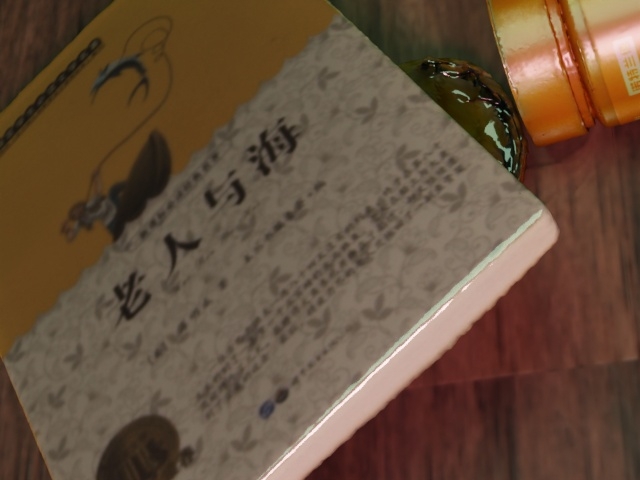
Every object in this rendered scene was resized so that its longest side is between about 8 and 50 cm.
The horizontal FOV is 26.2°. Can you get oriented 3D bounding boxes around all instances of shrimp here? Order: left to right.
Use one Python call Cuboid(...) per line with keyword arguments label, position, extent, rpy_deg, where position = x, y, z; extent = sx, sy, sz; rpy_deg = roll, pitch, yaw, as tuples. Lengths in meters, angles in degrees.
Cuboid(label="shrimp", position=(-0.008, -0.006, 0.745), extent=(0.262, 0.066, 0.117), rpy_deg=(-38, 57, 5))

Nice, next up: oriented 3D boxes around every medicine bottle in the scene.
Cuboid(label="medicine bottle", position=(0.188, -0.119, 0.698), extent=(0.192, 0.096, 0.096), rpy_deg=(-16, 59, 14))

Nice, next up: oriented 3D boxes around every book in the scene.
Cuboid(label="book", position=(-0.073, -0.019, 0.735), extent=(0.269, 0.032, 0.389), rpy_deg=(-44, 42, 4))
